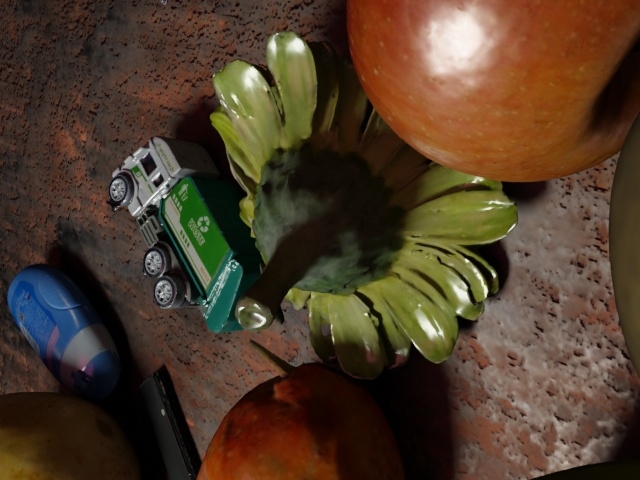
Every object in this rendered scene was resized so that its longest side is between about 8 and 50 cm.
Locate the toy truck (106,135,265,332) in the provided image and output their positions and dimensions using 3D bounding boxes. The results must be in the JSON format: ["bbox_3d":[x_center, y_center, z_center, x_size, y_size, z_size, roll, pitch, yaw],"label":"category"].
[{"bbox_3d":[-0.144,-0.006,0.858,0.124,0.114,0.253,-40,67,25],"label":"toy truck"}]

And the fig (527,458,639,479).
[{"bbox_3d":[0.215,0.262,0.424,0.316,0.316,0.316,8,101,43],"label":"fig"}]

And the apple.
[{"bbox_3d":[0.141,-0.164,0.459,0.206,0.251,0.272,47,114,20],"label":"apple"}]

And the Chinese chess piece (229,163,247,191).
[{"bbox_3d":[-0.046,-0.100,0.788,0.122,0.051,0.122,7,100,46],"label":"Chinese chess piece"}]

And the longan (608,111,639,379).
[{"bbox_3d":[0.267,0.010,0.366,0.258,0.258,0.258,8,101,43],"label":"longan"}]

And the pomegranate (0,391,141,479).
[{"bbox_3d":[-0.402,0.375,1.050,0.338,0.338,0.339,8,101,43],"label":"pomegranate"}]

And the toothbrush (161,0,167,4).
[{"bbox_3d":[-0.195,-0.349,0.926,0.006,0.008,0.097,14,105,28],"label":"toothbrush"}]

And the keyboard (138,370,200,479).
[{"bbox_3d":[-0.197,0.296,1.011,0.072,0.023,0.231,-42,66,47],"label":"keyboard"}]

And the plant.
[{"bbox_3d":[-0.003,0.007,0.641,0.305,0.297,0.261,31,148,2],"label":"plant"}]

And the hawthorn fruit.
[{"bbox_3d":[-0.021,0.216,0.692,0.210,0.210,0.263,9,108,43],"label":"hawthorn fruit"}]

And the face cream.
[{"bbox_3d":[-0.392,0.144,1.134,0.264,0.083,0.149,39,122,34],"label":"face cream"}]
